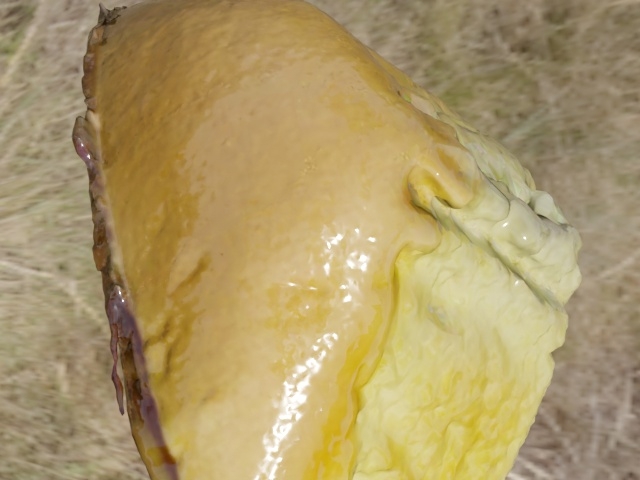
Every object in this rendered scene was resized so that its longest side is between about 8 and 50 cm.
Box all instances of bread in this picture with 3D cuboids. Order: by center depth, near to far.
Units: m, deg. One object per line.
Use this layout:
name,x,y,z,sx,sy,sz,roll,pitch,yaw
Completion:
bread,0.000,0.000,0.736,0.204,0.163,0.262,25,41,-51
